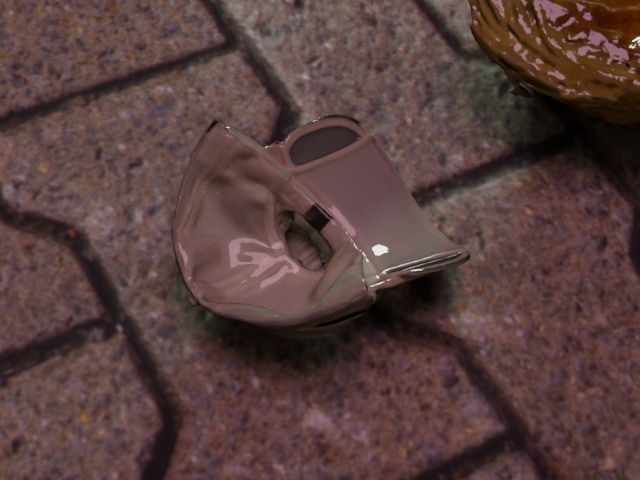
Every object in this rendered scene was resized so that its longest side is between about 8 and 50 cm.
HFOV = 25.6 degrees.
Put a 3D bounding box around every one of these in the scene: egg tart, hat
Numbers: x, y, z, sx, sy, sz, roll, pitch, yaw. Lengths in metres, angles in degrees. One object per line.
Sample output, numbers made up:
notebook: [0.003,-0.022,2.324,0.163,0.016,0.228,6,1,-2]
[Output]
egg tart: [0.331,-0.217,1.393,0.339,0.153,0.351,26,54,11]
hat: [0.000,0.000,1.236,0.226,0.164,0.219,9,38,-54]
